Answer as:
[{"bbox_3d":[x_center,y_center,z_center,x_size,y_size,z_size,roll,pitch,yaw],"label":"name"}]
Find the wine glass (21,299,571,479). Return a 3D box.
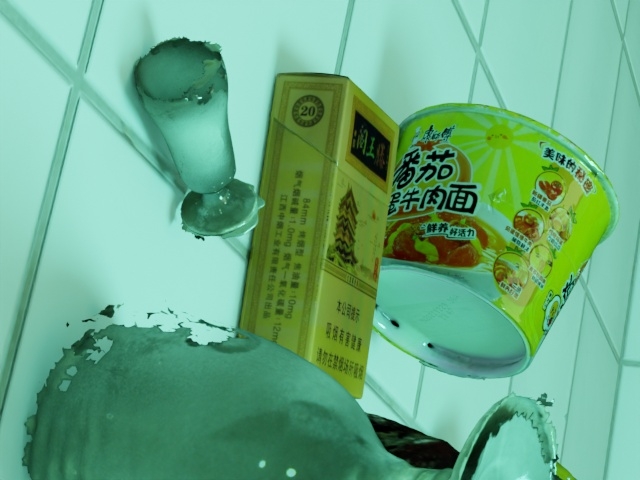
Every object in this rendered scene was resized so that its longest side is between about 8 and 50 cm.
[{"bbox_3d":[-0.026,0.156,1.149,0.190,0.357,0.190,-28,123,-53],"label":"wine glass"}]

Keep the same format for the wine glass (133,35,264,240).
[{"bbox_3d":[-0.090,-0.076,1.311,0.155,0.072,0.072,76,27,-45],"label":"wine glass"}]

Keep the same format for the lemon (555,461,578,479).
[{"bbox_3d":[0.230,0.392,2.128,0.233,0.233,0.288,51,49,-64],"label":"lemon"}]

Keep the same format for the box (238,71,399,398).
[{"bbox_3d":[0.000,0.000,1.585,0.174,0.076,0.274,34,63,-70],"label":"box"}]

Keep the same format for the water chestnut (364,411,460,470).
[{"bbox_3d":[0.063,0.326,1.467,0.335,0.347,0.335,-35,131,-53],"label":"water chestnut"}]

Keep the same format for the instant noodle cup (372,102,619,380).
[{"bbox_3d":[0.162,0.009,1.819,0.200,0.264,0.264,-63,153,-29],"label":"instant noodle cup"}]
